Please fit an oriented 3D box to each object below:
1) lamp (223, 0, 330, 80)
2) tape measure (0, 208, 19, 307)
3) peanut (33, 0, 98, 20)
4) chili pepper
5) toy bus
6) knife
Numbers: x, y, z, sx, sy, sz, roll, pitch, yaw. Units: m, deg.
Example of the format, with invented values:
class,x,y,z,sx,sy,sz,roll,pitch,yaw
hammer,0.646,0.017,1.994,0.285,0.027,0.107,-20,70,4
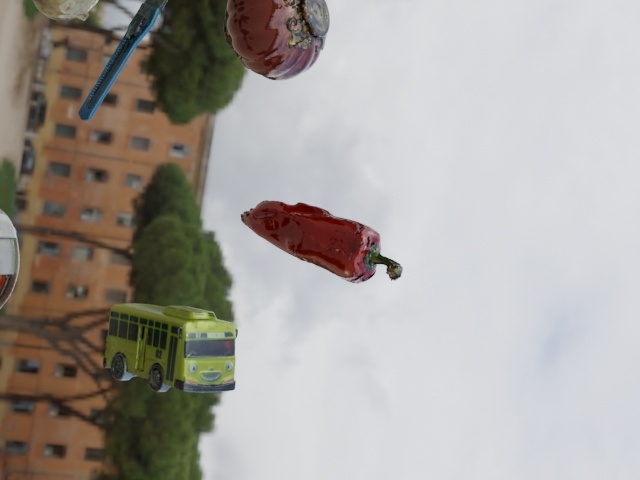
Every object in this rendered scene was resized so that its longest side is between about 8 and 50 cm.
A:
class,x,y,z,sx,sy,sz,roll,pitch,yaw
lamp,-0.091,-0.422,2.144,0.227,0.227,0.227,-172,-90,-74
tape measure,-0.669,0.040,2.001,0.265,0.258,0.130,-51,161,14
peanut,-0.449,-0.456,1.916,0.224,0.129,0.129,59,-41,48
chili pepper,0.000,0.000,1.999,0.387,0.110,0.110,20,-76,31
toy bus,-0.267,0.189,1.967,0.262,0.128,0.150,6,-90,48
knife,-0.359,-0.347,2.023,0.296,0.044,0.026,-58,160,1
